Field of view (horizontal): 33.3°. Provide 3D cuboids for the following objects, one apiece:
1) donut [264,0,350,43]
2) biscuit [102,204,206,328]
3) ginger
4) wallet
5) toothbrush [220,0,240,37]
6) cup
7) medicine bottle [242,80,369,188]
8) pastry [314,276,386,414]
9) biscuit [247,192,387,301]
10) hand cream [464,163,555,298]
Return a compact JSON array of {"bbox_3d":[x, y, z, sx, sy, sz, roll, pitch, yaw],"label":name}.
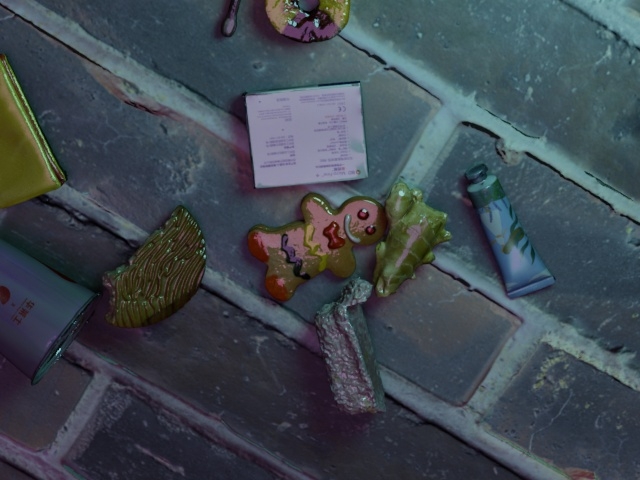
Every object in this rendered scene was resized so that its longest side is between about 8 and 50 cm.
[{"bbox_3d":[-0.018,-0.387,1.733,0.140,0.059,0.140,0,107,1],"label":"donut"},{"bbox_3d":[-0.286,0.048,1.857,0.176,0.031,0.229,6,105,-25],"label":"biscuit"},{"bbox_3d":[0.153,0.004,1.839,0.115,0.081,0.205,2,108,-33],"label":"ginger"},{"bbox_3d":[-0.540,-0.181,1.815,0.141,0.067,0.241,-21,101,13],"label":"wallet"},{"bbox_3d":[-0.102,-0.501,1.712,0.041,0.041,0.364,16,107,-3],"label":"toothbrush"},{"bbox_3d":[-0.548,0.087,1.841,0.288,0.203,0.203,36,105,-3],"label":"cup"},{"bbox_3d":[-0.023,-0.176,1.802,0.201,0.052,0.171,-6,107,3],"label":"medicine bottle"},{"bbox_3d":[0.051,0.190,1.883,0.112,0.103,0.265,-3,110,10],"label":"pastry"},{"bbox_3d":[0.000,0.000,1.864,0.250,0.036,0.165,-23,106,8],"label":"biscuit"},{"bbox_3d":[0.320,-0.016,1.846,0.088,0.055,0.256,-24,111,13],"label":"hand cream"}]
